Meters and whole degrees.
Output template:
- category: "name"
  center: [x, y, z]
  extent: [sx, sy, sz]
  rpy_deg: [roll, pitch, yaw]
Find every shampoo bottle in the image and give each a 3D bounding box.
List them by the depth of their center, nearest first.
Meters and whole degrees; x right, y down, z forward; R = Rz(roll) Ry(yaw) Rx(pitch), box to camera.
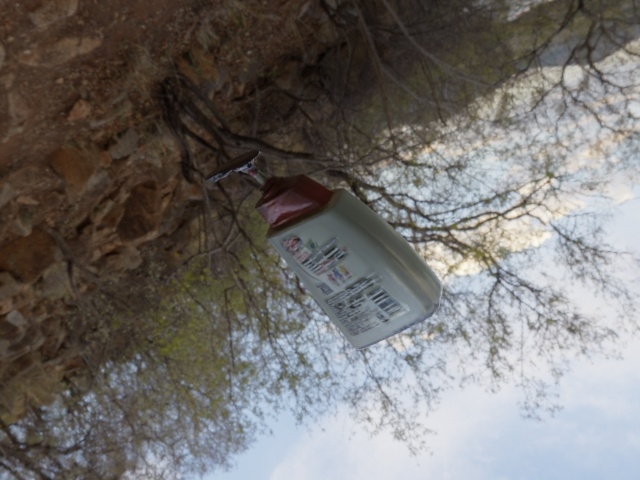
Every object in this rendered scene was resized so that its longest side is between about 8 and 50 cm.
- category: "shampoo bottle"
  center: [0.000, 0.000, 0.563]
  extent: [0.153, 0.284, 0.071]
  rpy_deg: [-34, -165, 41]
